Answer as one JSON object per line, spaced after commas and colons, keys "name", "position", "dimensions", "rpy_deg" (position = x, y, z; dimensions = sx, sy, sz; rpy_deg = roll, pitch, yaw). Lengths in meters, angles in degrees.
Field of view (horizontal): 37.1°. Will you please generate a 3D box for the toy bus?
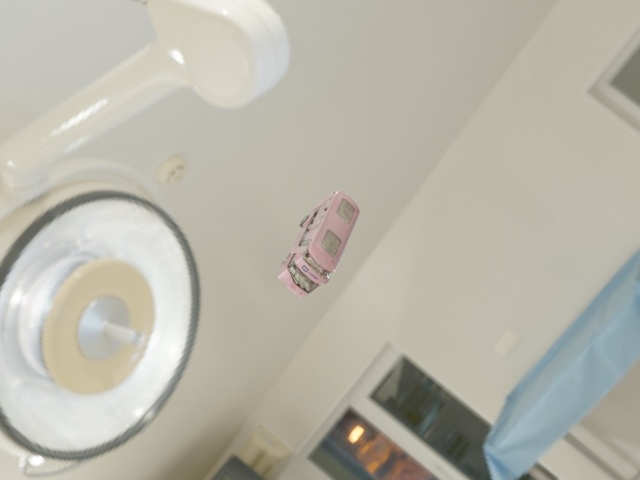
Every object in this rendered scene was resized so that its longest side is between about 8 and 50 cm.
{"name": "toy bus", "position": [0.000, 0.000, 1.458], "dimensions": [0.090, 0.063, 0.203], "rpy_deg": [-39, 16, 35]}
